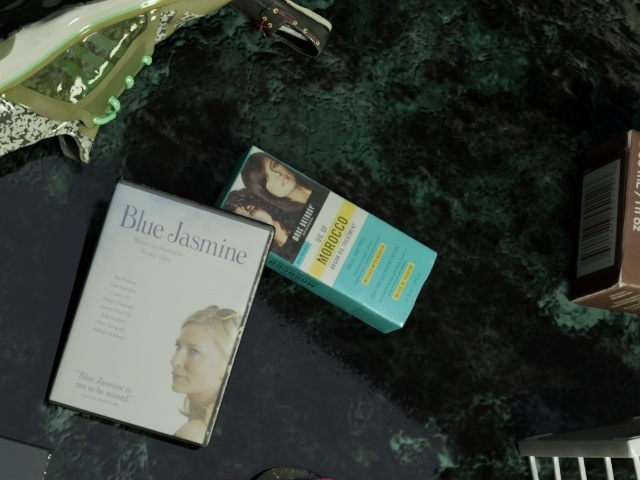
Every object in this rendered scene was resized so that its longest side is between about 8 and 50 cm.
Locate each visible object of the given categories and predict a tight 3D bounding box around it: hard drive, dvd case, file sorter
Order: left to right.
[{"bbox_3d":[-0.339,0.271,1.834,0.094,0.022,0.135,17,76,-13],"label":"hard drive"},{"bbox_3d":[-0.168,0.078,1.888,0.180,0.022,0.253,17,89,-10],"label":"dvd case"},{"bbox_3d":[0.368,0.283,1.918,0.193,0.278,0.173,-8,87,-18],"label":"file sorter"}]

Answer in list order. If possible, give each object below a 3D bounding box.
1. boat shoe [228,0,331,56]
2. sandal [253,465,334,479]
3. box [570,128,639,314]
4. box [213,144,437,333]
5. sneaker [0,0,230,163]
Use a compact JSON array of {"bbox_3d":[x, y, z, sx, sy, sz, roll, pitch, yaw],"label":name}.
[{"bbox_3d":[-0.051,-0.252,2.004,0.133,0.049,0.042,26,66,-16],"label":"boat shoe"},{"bbox_3d":[0.008,0.288,1.927,0.179,0.040,0.067,16,76,-14],"label":"sandal"},{"bbox_3d":[0.497,0.005,2.079,0.381,0.143,0.191,9,77,-17],"label":"box"},{"bbox_3d":[0.000,0.000,1.967,0.244,0.060,0.100,30,73,-10],"label":"box"},{"bbox_3d":[-0.263,-0.180,1.908,0.410,0.158,0.182,-26,119,-21],"label":"sneaker"}]
